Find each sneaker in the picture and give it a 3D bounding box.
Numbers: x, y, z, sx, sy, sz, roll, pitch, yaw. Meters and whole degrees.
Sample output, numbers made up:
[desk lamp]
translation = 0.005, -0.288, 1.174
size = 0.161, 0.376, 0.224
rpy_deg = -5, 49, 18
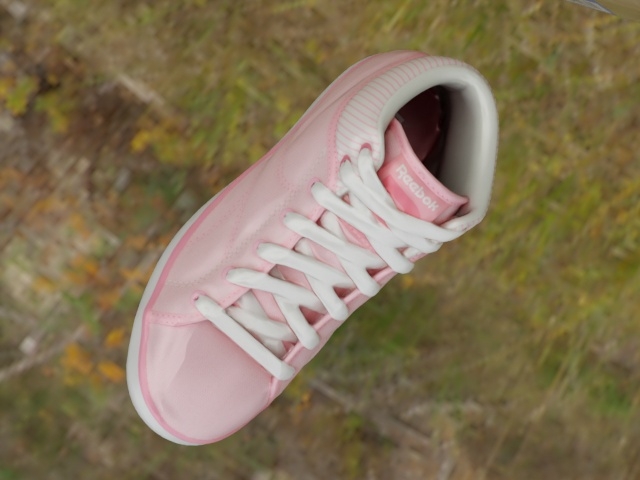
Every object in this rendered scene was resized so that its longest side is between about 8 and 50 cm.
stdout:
[sneaker]
translation = 0.000, 0.000, 0.533
size = 0.051, 0.134, 0.070
rpy_deg = 42, 166, -18

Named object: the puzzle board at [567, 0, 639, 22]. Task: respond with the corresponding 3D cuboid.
[puzzle board]
translation = 0.075, -0.071, 0.514
size = 0.128, 0.096, 0.011
rpy_deg = 22, 94, 28
